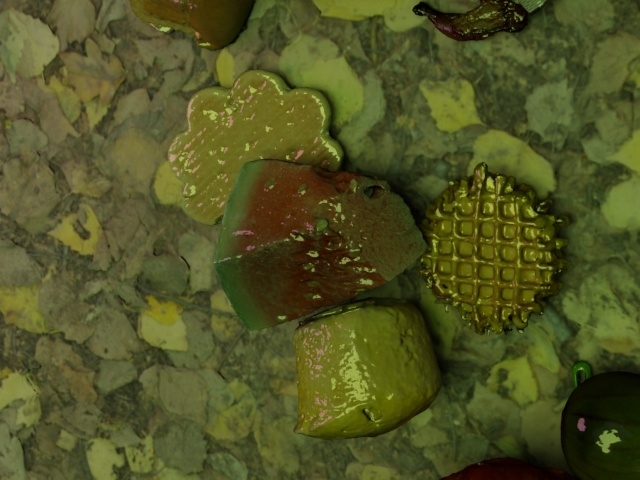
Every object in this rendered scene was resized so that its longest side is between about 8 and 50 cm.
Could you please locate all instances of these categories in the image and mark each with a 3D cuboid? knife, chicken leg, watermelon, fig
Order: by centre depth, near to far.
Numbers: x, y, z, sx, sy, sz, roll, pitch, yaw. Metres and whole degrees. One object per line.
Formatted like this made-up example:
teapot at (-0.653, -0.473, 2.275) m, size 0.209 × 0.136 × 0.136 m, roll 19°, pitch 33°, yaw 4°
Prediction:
fig at (0.409, 0.232, 1.566) m, size 0.259 × 0.151 × 0.151 m, roll 7°, pitch 103°, yaw 10°
chicken leg at (0.180, -0.268, 1.635) m, size 0.145 × 0.037 × 0.062 m, roll -3°, pitch 76°, yaw 24°
knife at (0.340, 0.251, 1.667) m, size 0.054 × 0.015 × 0.212 m, roll -6°, pitch 97°, yaw 24°
watermelon at (0.000, 0.000, 1.678) m, size 0.257 × 0.139 × 0.192 m, roll -4°, pitch 124°, yaw 29°

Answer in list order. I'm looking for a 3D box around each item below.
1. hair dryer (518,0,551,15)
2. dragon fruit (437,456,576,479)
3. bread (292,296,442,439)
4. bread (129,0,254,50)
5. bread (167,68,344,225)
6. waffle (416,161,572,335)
hair dryer at (0.266, -0.377, 1.565) m, size 0.183 × 0.044 × 0.155 m, roll -40°, pitch 100°, yaw 15°
dragon fruit at (0.221, 0.388, 1.592) m, size 0.277 × 0.277 × 0.342 m, roll 63°, pitch 155°, yaw 3°
bread at (0.050, 0.161, 1.690) m, size 0.197 × 0.197 × 0.170 m, roll -13°, pitch 88°, yaw 26°
bread at (-0.170, -0.373, 1.719) m, size 0.174 × 0.133 × 0.251 m, roll 25°, pitch 109°, yaw 20°
bread at (-0.090, -0.128, 1.780) m, size 0.251 × 0.039 × 0.181 m, roll -20°, pitch 90°, yaw 26°
waffle at (0.208, 0.015, 1.657) m, size 0.193 × 0.070 × 0.197 m, roll 39°, pitch 115°, yaw 13°
